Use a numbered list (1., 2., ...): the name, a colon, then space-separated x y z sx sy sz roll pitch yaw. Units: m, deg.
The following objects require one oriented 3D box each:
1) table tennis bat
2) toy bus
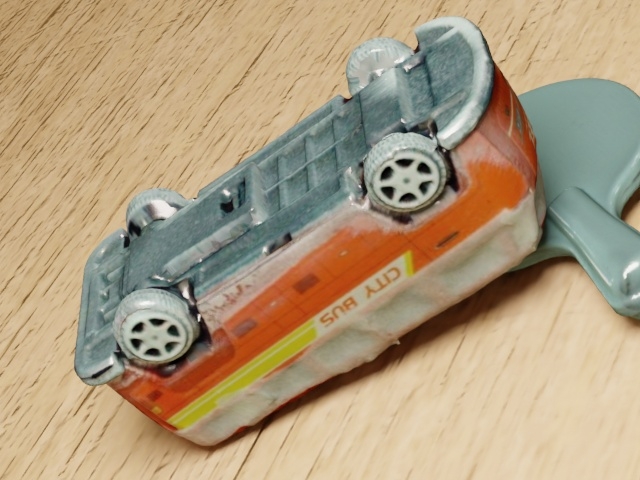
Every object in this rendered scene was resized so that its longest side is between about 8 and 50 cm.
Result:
1. table tennis bat: 0.130 -0.021 0.848 0.149 0.038 0.237 -35 28 0
2. toy bus: 0.000 0.000 0.821 0.265 0.120 0.121 -33 31 18
